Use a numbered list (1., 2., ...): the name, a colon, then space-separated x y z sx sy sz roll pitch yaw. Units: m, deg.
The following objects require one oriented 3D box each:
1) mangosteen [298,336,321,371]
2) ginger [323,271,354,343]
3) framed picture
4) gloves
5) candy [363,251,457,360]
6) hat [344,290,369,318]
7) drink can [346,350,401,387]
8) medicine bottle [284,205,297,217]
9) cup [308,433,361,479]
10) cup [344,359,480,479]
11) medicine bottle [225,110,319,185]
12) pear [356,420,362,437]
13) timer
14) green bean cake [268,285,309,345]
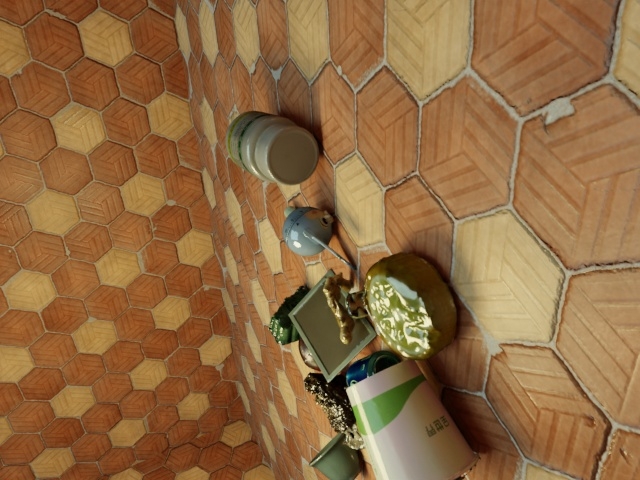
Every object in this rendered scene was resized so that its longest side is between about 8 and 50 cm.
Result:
1. mangosteen: 0.001 0.363 1.568 0.166 0.166 0.180 53 153 38
2. ginger: 0.056 0.195 1.357 0.052 0.193 0.176 -22 127 34
3. framed picture: 0.032 0.271 1.462 0.231 0.018 0.293 -48 51 15
4. gloves: 0.068 0.579 1.580 0.312 0.135 0.210 53 177 -3
5. candy: 0.204 0.157 1.063 0.260 0.118 0.260 44 144 45
6. hat: 0.112 0.190 1.333 0.059 0.076 0.077 106 151 -82
7. drink can: 0.154 0.394 1.314 0.118 0.118 0.205 67 156 16
8. medicine bottle: -0.095 -0.092 1.632 0.083 0.047 0.047 38 138 53
9. cup: 0.077 0.842 1.714 0.150 0.199 0.199 46 148 15
10. cup: 0.200 0.442 1.073 0.274 0.253 0.253 64 154 19
11. medicine bottle: -0.159 -0.298 1.450 0.340 0.208 0.208 34 135 55
12. pear: 0.188 0.535 1.307 0.167 0.137 0.167 168 90 -67
13. timer: 0.000 -0.020 1.392 0.255 0.175 0.175 12 118 32
14. green bean cake: -0.104 0.275 1.687 0.193 0.208 0.107 50 144 39
